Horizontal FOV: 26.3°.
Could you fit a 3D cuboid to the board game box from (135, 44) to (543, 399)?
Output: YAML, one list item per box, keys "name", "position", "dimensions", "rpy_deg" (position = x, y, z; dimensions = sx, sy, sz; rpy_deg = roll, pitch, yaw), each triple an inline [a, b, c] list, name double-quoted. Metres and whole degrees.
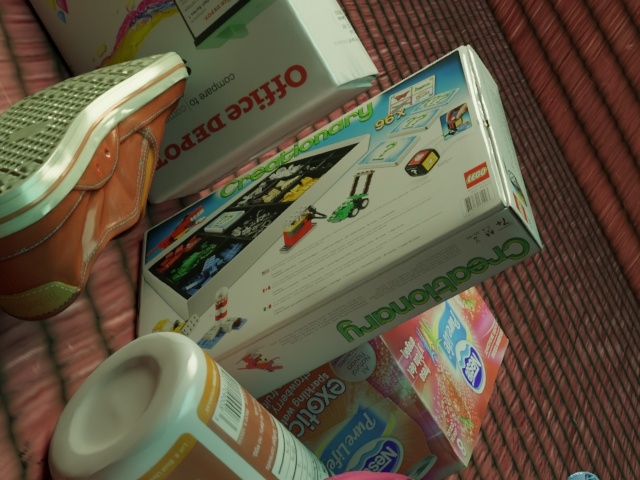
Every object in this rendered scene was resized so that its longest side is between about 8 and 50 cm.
- name: "board game box"
  position: [0.000, 0.000, 0.985]
  dimensions: [0.053, 0.305, 0.193]
  rpy_deg: [48, 24, -34]

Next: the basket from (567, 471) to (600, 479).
- name: "basket"
  position: [0.301, 0.326, 1.247]
  dimensions: [0.255, 0.289, 0.201]
  rpy_deg: [43, 26, -35]

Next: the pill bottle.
- name: "pill bottle"
  position: [-0.060, 0.167, 0.877]
  dimensions: [0.216, 0.121, 0.121]
  rpy_deg: [48, 23, -29]

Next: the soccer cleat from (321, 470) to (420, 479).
- name: "soccer cleat"
  position: [-0.039, 0.203, 0.776]
  dimensions: [0.331, 0.143, 0.116]
  rpy_deg: [2, 71, -49]

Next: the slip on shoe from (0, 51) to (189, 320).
- name: "slip on shoe"
  position: [-0.167, -0.051, 0.964]
  dimensions: [0.331, 0.123, 0.101]
  rpy_deg: [-71, 144, -62]

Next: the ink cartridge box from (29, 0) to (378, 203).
- name: "ink cartridge box"
  position: [-0.113, -0.199, 1.149]
  dimensions: [0.278, 0.201, 0.117]
  rpy_deg: [59, 21, 0]

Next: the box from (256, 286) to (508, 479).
- name: "box"
  position: [0.046, 0.109, 1.165]
  dimensions: [0.142, 0.154, 0.300]
  rpy_deg: [57, 19, -5]
